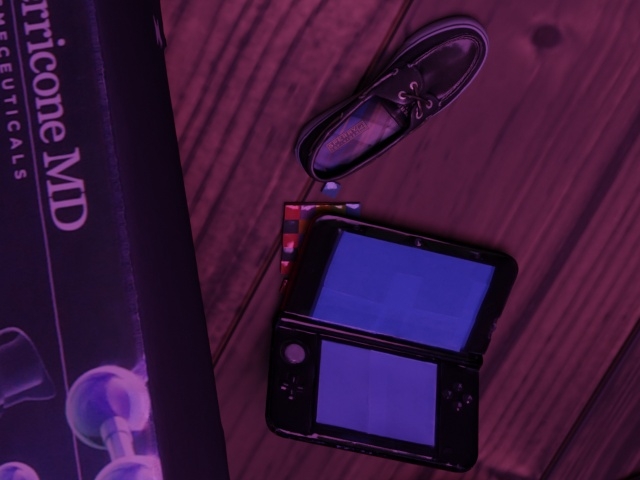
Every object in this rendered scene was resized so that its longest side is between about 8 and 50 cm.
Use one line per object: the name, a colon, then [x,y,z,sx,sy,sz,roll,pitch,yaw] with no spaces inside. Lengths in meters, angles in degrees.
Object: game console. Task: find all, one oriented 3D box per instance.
game console: [0.047,0.067,1.137,0.144,0.124,0.085,13,145,-13]

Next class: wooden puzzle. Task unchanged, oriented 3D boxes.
wooden puzzle: [0.000,0.000,1.146,0.049,0.006,0.083,0,113,-7]

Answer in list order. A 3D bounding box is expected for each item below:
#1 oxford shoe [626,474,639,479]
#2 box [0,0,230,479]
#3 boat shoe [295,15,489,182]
oxford shoe: [0.210,0.228,1.246,0.212,0.076,0.076,-37,135,13]
box: [-0.270,0.024,0.929,0.395,0.212,0.293,-9,87,4]
boat shoe: [0.047,-0.082,1.098,0.142,0.040,0.049,-37,112,9]
